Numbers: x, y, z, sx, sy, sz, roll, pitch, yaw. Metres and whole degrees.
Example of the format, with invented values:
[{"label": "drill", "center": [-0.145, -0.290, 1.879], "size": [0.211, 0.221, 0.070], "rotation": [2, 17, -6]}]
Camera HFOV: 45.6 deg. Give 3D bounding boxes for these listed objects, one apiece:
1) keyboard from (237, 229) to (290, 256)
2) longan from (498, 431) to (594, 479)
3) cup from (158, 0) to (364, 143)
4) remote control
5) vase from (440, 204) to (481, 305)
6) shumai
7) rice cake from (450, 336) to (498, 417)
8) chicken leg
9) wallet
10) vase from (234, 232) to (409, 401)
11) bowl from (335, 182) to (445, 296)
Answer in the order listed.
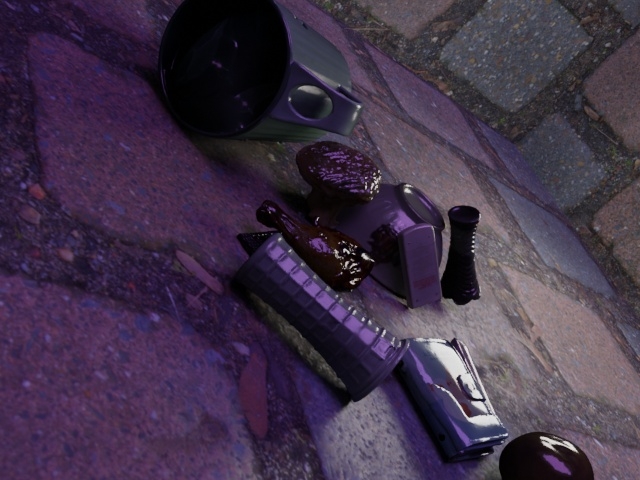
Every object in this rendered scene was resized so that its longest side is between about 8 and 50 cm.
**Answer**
[{"label": "keyboard", "center": [-0.089, 0.004, 1.490], "size": [0.060, 0.018, 0.196], "rotation": [50, 24, 17]}, {"label": "longan", "center": [0.425, 0.445, 1.443], "size": [0.187, 0.167, 0.167], "rotation": [37, 26, -28]}, {"label": "cup", "center": [-0.102, -0.326, 1.652], "size": [0.400, 0.310, 0.392], "rotation": [59, 23, 13]}, {"label": "remote control", "center": [0.223, 0.056, 1.709], "size": [0.029, 0.088, 0.189], "rotation": [30, -45, 61]}, {"label": "vase", "center": [0.346, 0.031, 1.856], "size": [0.116, 0.237, 0.115], "rotation": [-2, 34, 2]}, {"label": "shumai", "center": [0.026, -0.121, 1.705], "size": [0.210, 0.152, 0.161], "rotation": [0, 42, -32]}, {"label": "rice cake", "center": [0.326, 0.318, 1.615], "size": [0.055, 0.049, 0.269], "rotation": [44, 19, -38]}, {"label": "chicken leg", "center": [0.004, 0.009, 1.532], "size": [0.323, 0.083, 0.177], "rotation": [12, 40, -56]}, {"label": "wallet", "center": [0.246, 0.304, 1.488], "size": [0.176, 0.075, 0.250], "rotation": [7, 44, -45]}, {"label": "vase", "center": [-0.003, 0.123, 1.306], "size": [0.299, 0.143, 0.143], "rotation": [43, 25, 1]}, {"label": "bowl", "center": [0.192, -0.034, 1.821], "size": [0.337, 0.157, 0.337], "rotation": [34, 27, -21]}]
